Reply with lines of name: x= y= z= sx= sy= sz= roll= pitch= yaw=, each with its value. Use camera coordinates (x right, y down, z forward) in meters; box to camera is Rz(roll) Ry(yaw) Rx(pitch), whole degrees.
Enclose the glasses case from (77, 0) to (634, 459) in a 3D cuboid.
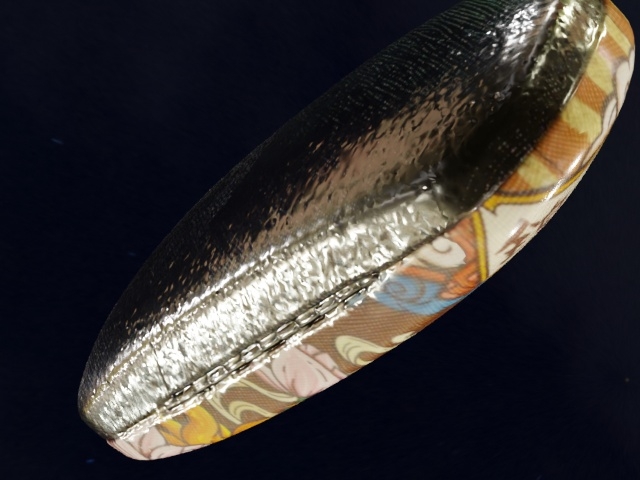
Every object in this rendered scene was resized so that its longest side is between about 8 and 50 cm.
glasses case: x=0.000 y=0.000 z=0.639 sx=0.082 sy=0.321 sz=0.122 roll=42 pitch=-131 yaw=-12
